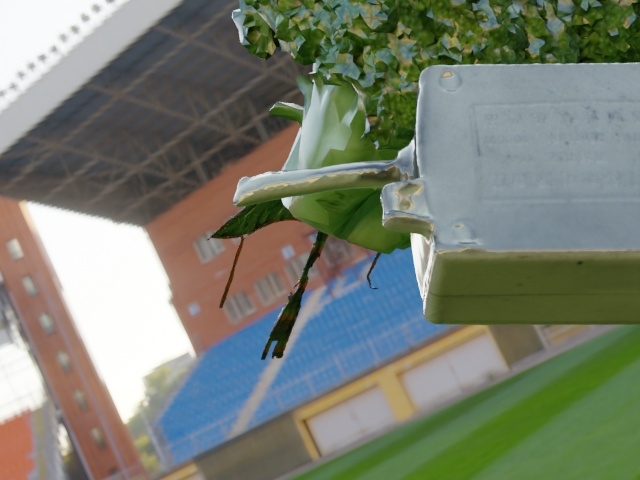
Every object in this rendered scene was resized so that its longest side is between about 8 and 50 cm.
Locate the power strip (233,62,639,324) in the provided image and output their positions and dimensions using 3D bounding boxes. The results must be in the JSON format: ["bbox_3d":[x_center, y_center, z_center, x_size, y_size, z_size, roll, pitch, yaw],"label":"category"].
[{"bbox_3d":[0.061,-0.015,0.335,0.175,0.075,0.042,1,-35,1],"label":"power strip"}]

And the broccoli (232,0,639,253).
[{"bbox_3d":[0.103,-0.135,0.697,0.321,0.310,0.413,-1,20,-6],"label":"broccoli"}]

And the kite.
[{"bbox_3d":[0.000,0.000,0.860,0.198,0.006,0.244,-6,-50,-30],"label":"kite"}]
